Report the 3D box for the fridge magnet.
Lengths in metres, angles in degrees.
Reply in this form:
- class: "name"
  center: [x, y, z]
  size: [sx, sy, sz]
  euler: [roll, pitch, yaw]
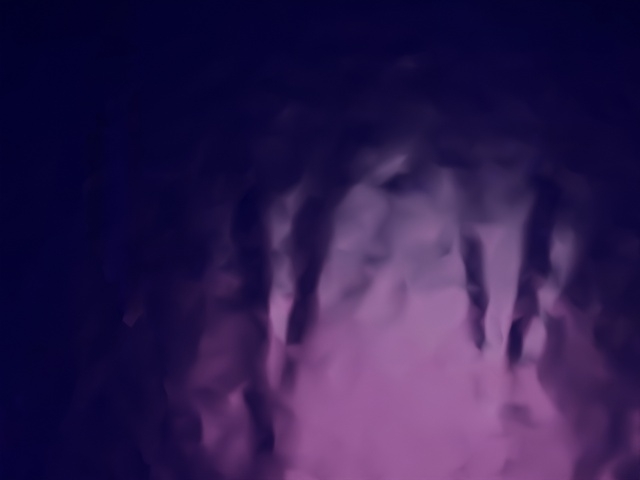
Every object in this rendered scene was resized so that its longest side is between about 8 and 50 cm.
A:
- class: "fridge magnet"
  center: [0.000, 0.000, 0.512]
  size: [0.265, 0.113, 0.266]
  euler: [-1, 68, 3]
